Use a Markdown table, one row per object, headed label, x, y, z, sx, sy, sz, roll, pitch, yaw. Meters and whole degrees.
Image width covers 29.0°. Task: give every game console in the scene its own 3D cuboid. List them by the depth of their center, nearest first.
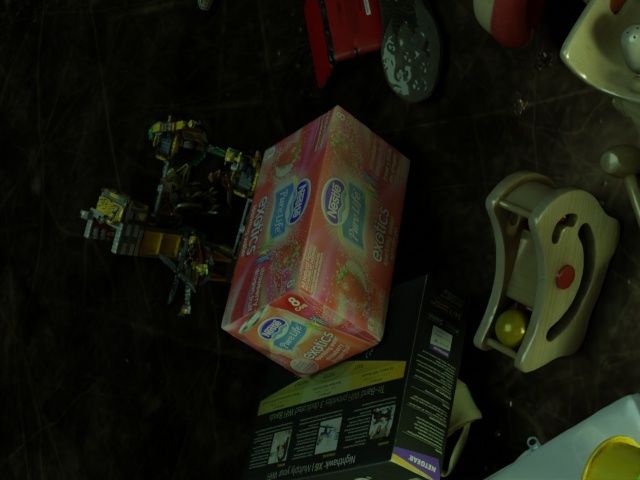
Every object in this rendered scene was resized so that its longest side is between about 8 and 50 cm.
| label | x | y | z | sx | sy | sz | roll | pitch | yaw |
| --- | --- | --- | --- | --- | --- | --- | --- | --- | --- |
| game console | 0.034 | -0.306 | 1.757 | 0.124 | 0.085 | 0.144 | -15 | 72 | 13 |

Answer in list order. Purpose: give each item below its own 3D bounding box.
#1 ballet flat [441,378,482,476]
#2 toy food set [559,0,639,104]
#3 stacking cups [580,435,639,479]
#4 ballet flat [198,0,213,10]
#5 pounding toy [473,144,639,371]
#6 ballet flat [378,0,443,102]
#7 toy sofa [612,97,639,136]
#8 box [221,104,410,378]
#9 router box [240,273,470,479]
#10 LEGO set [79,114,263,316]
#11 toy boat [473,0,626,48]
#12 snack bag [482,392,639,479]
| label | x | y | z | sx | sy | sz | roll | pitch | yaw |
| --- | --- | --- | --- | --- | --- | --- | --- | --- | --- |
| ballet flat | 0.117 | 0.280 | 1.539 | 0.248 | 0.086 | 0.086 | -57 | 48 | 23 |
| toy food set | 0.398 | -0.215 | 1.121 | 0.306 | 0.092 | 0.220 | 25 | 77 | 39 |
| stacking cups | 0.385 | 0.266 | 1.153 | 0.316 | 0.096 | 0.096 | 13 | 94 | 57 |
| ballet flat | -0.175 | -0.426 | 1.982 | 0.041 | 0.041 | 0.114 | -5 | 81 | 47 |
| pounding toy | 0.271 | 0.019 | 1.349 | 0.155 | 0.154 | 0.270 | 28 | 105 | 46 |
| ballet flat | 0.111 | -0.299 | 1.648 | 0.084 | 0.058 | 0.250 | -14 | 77 | 9 |
| toy sofa | 0.454 | -0.111 | 1.201 | 0.150 | 0.177 | 0.362 | -47 | 49 | 1 |
| box | 0.000 | 0.000 | 1.571 | 0.154 | 0.142 | 0.300 | -28 | 38 | 41 |
| router box | 0.039 | 0.197 | 1.552 | 0.309 | 0.081 | 0.243 | -22 | 46 | 48 |
| LEGO set | -0.219 | -0.059 | 1.860 | 0.331 | 0.192 | 0.255 | 35 | 110 | 44 |
| toy boat | 0.282 | -0.309 | 1.393 | 0.151 | 0.151 | 0.231 | 41 | 113 | 8 |
| snack bag | 0.292 | 0.371 | 1.363 | 0.342 | 0.037 | 0.323 | -41 | 57 | 32 |
